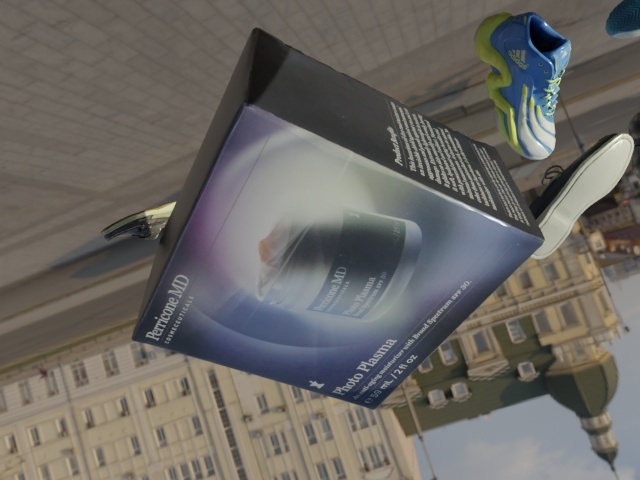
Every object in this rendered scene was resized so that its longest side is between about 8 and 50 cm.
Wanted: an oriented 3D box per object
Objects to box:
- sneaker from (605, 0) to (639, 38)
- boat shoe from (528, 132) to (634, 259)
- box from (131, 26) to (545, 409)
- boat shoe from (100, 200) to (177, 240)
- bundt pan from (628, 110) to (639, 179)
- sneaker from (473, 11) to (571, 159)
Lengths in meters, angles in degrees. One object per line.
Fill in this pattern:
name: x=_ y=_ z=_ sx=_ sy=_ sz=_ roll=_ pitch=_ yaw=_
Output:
sneaker: x=0.683 y=-0.458 z=1.086 sx=0.229 sy=0.087 sz=0.092 roll=-23 pitch=158 yaw=5
boat shoe: x=0.430 y=-0.083 z=0.945 sx=0.095 sy=0.079 sz=0.254 roll=24 pitch=109 yaw=-25
box: x=0.000 y=0.000 z=0.571 sx=0.294 sy=0.182 sz=0.296 roll=22 pitch=125 yaw=-18
boat shoe: x=-0.279 y=-0.026 z=0.886 sx=0.152 sy=0.049 sz=0.056 roll=-27 pitch=-172 yaw=-40
bundt pan: x=0.793 y=-0.214 z=1.126 sx=0.124 sy=0.330 sz=0.331 roll=-7 pitch=168 yaw=-33
sneaker: x=0.317 y=-0.227 z=0.809 sx=0.091 sy=0.240 sz=0.126 roll=-38 pitch=-162 yaw=-16
